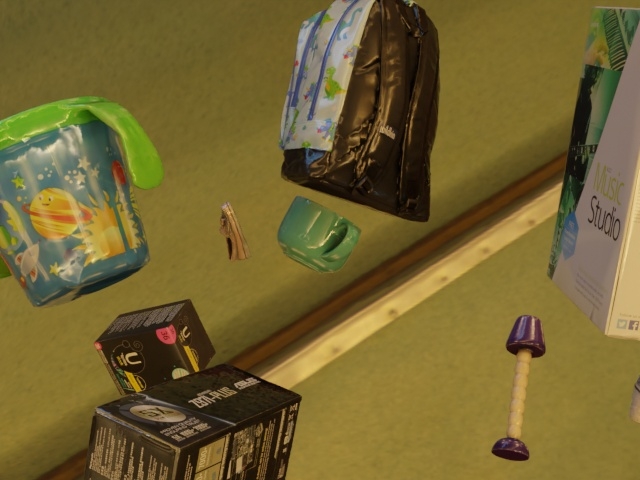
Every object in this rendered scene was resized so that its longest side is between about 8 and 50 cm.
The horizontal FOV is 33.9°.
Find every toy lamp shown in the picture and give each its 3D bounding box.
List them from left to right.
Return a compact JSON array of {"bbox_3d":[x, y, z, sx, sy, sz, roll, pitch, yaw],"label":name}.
[{"bbox_3d":[0.376,0.274,1.980,0.080,0.080,0.274,22,65,-16],"label":"toy lamp"}]

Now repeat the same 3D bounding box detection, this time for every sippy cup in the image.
[{"bbox_3d":[-0.338,-0.040,1.375,0.240,0.305,0.224,-23,86,-20],"label":"sippy cup"}]

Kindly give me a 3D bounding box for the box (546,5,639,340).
[{"bbox_3d":[0.316,-0.083,1.106,0.058,0.232,0.322,7,102,-5],"label":"box"}]

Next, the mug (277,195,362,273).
[{"bbox_3d":[-0.008,-0.004,1.752,0.129,0.158,0.097,28,86,2],"label":"mug"}]

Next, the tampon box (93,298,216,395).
[{"bbox_3d":[-0.292,0.191,1.865,0.120,0.161,0.101,66,28,-20],"label":"tampon box"}]

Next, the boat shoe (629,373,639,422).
[{"bbox_3d":[0.623,0.273,1.766,0.267,0.096,0.088,4,114,-37],"label":"boat shoe"}]

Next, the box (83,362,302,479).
[{"bbox_3d":[-0.098,0.196,0.758,0.147,0.077,0.180,-14,118,-57],"label":"box"}]

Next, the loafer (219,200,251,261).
[{"bbox_3d":[-0.149,-0.010,1.754,0.039,0.125,0.045,-22,43,-4],"label":"loafer"}]

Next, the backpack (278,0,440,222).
[{"bbox_3d":[0.074,-0.239,1.751,0.290,0.273,0.355,16,91,-40],"label":"backpack"}]
